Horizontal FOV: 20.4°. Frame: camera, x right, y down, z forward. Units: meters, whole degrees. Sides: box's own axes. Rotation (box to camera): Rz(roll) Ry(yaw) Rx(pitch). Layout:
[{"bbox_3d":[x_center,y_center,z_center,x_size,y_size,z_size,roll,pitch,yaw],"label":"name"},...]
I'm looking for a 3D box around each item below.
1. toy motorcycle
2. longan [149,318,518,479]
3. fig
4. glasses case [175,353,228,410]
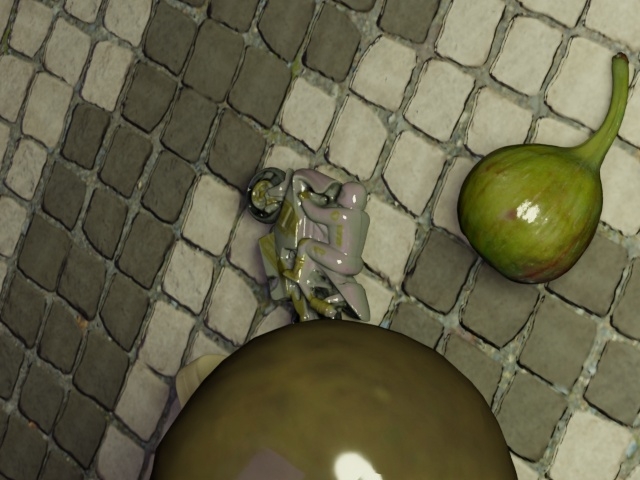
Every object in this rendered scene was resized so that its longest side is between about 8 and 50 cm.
[{"bbox_3d":[0.000,0.000,1.960,0.152,0.073,0.225,-33,66,31],"label":"toy motorcycle"},{"bbox_3d":[0.009,0.247,1.743,0.404,0.404,0.336,-7,72,39],"label":"longan"},{"bbox_3d":[0.242,-0.073,1.754,0.245,0.149,0.149,-49,56,3],"label":"fig"},{"bbox_3d":[-0.107,0.226,2.026,0.050,0.083,0.196,-30,67,34],"label":"glasses case"}]
